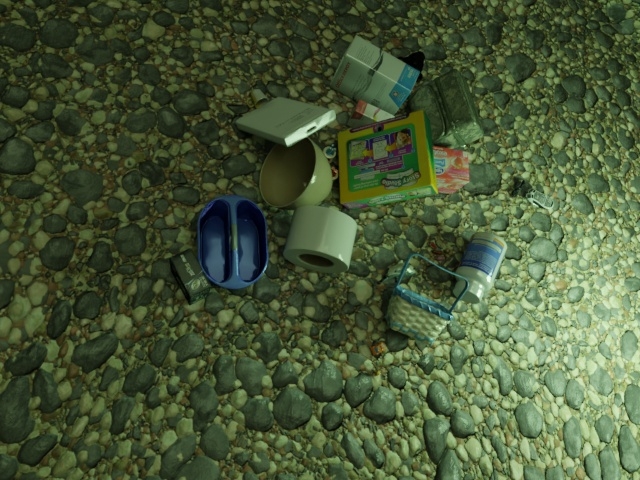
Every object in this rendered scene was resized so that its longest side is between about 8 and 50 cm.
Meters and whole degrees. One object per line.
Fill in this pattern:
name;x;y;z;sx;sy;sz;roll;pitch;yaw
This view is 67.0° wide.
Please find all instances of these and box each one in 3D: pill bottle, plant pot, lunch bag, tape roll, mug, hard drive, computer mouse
pill bottle;0.635;0.112;1.948;0.152;0.152;0.272;33;68;-4
plant pot;-0.065;-0.232;1.826;0.191;0.284;0.283;22;64;-47
lunch bag;0.529;-0.537;2.082;0.213;0.256;0.304;10;63;-58
tape roll;0.000;0.000;1.759;0.246;0.246;0.169;17;71;-10
mug;-0.259;-0.580;1.967;0.078;0.062;0.064;-22;72;-27
hard drive;-0.140;-0.459;1.840;0.233;0.353;0.047;-36;130;-22
computer mouse;0.962;-0.195;2.192;0.193;0.042;0.106;31;63;2

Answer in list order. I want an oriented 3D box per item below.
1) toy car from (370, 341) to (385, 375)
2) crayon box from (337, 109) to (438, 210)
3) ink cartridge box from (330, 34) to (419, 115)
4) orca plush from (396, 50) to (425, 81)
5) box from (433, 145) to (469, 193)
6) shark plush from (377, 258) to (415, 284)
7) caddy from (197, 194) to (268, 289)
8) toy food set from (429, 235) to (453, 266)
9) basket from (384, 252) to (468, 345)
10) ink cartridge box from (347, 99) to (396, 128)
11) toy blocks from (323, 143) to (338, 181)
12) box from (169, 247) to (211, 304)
toy car;0.225;0.438;1.795;0.060;0.040;0.121;-4;74;-17
crayon box;0.254;-0.306;1.890;0.363;0.106;0.312;-10;73;25
ink cartridge box;0.223;-0.680;2.039;0.308;0.223;0.129;28;68;-6
orca plush;0.389;-0.782;2.181;0.287;0.102;0.151;-32;84;-21
box;0.451;-0.300;2.025;0.300;0.154;0.142;7;73;-15
shark plush;0.302;0.137;1.904;0.161;0.073;0.067;-29;113;-26
caddy;-0.311;0.010;1.706;0.242;0.179;0.341;0;73;-16
toy food set;0.497;0.045;2.001;0.078;0.019;0.122;-39;86;-22
basket;0.379;0.218;1.801;0.255;0.201;0.288;28;100;-6
ink cartridge box;0.226;-0.499;2.042;0.198;0.115;0.067;23;68;-7
toy blocks;0.039;-0.303;1.914;0.054;0.148;0.123;-15;77;-19
box;-0.441;0.126;1.634;0.078;0.180;0.147;-27;83;-22
